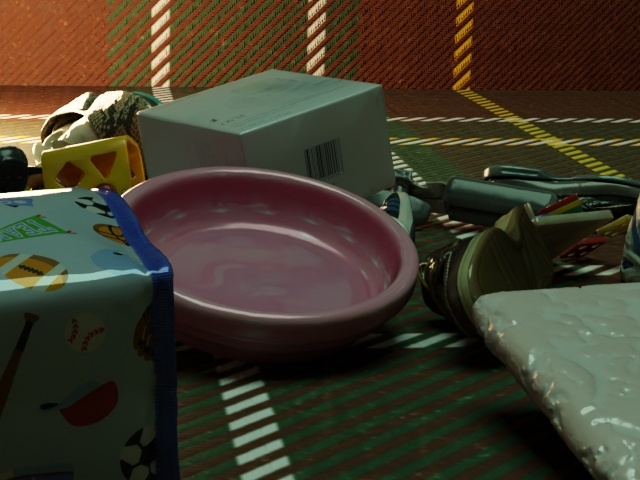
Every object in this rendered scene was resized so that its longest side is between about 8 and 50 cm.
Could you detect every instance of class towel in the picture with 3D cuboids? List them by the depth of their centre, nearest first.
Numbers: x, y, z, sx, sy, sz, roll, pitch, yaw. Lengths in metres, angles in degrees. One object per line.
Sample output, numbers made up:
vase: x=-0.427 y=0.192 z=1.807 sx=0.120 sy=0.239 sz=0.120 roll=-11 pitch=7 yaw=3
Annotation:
towel: x=0.327 y=0.121 z=1.293 sx=0.317 sy=0.053 sz=0.332 roll=-3 pitch=23 yaw=-15

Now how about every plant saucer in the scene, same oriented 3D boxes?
plant saucer: x=-0.065 y=0.029 z=1.614 sx=0.332 sy=0.084 sz=0.332 roll=7 pitch=29 yaw=-4

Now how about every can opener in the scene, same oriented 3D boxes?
can opener: x=0.199 y=-0.044 z=2.174 sx=0.280 sy=0.074 sz=0.093 roll=7 pitch=59 yaw=19

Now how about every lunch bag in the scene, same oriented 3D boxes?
lunch bag: x=-0.303 y=0.073 z=1.205 sx=0.327 sy=0.239 sz=0.385 roll=-5 pitch=21 yaw=-19

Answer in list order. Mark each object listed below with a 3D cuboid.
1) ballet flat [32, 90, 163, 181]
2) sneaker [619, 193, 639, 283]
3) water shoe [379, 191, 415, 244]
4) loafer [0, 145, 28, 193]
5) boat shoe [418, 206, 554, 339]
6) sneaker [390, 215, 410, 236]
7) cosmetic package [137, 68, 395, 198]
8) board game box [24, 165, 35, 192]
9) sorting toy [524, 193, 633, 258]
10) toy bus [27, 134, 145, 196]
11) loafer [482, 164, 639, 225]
ballet flat: x=-0.358 y=-0.146 z=2.419 sx=0.182 sy=0.164 sz=0.483 roll=-25 pitch=15 yaw=-15
sneaker: x=0.439 y=0.014 z=1.786 sx=0.112 sy=0.131 sz=0.296 roll=-1 pitch=14 yaw=-21
water shoe: x=0.081 y=-0.021 z=2.022 sx=0.080 sy=0.073 sz=0.203 roll=-1 pitch=12 yaw=0
loafer: x=-0.425 y=-0.062 z=1.891 sx=0.076 sy=0.078 sz=0.223 roll=0 pitch=-27 yaw=-35
boat shoe: x=0.170 y=0.051 z=1.679 sx=0.123 sy=0.123 sz=0.342 roll=-26 pitch=6 yaw=19
sneaker: x=0.000 y=0.000 z=1.895 sx=0.104 sy=0.095 sz=0.236 roll=-19 pitch=24 yaw=-38
cosmetic package: x=-0.068 y=-0.115 z=1.902 sx=0.224 sy=0.138 sz=0.224 roll=-22 pitch=23 yaw=-35
board game box: x=-0.521 y=-0.083 z=2.291 sx=0.181 sy=0.043 sz=0.092 roll=-1 pitch=13 yaw=-8
sorting toy: x=0.280 y=-0.015 z=1.920 sx=0.274 sy=0.046 sz=0.132 roll=-6 pitch=-22 yaw=-36
toy bus: x=-0.325 y=-0.078 z=1.986 sx=0.202 sy=0.104 sz=0.191 roll=-2 pitch=-11 yaw=-40
loafer: x=0.363 y=-0.048 z=2.216 sx=0.267 sy=0.084 sz=0.096 roll=7 pitch=-18 yaw=9
